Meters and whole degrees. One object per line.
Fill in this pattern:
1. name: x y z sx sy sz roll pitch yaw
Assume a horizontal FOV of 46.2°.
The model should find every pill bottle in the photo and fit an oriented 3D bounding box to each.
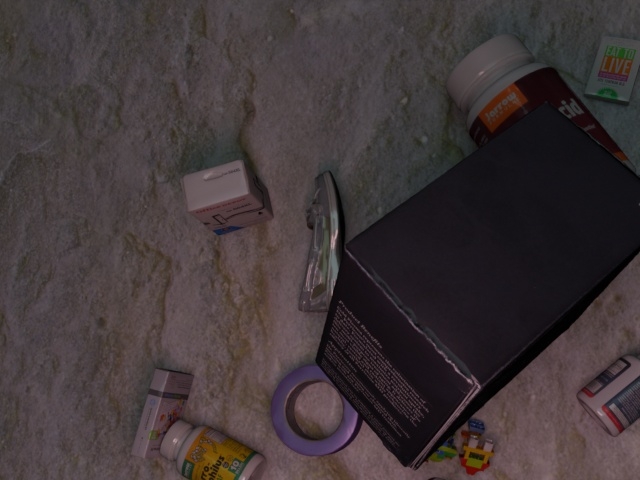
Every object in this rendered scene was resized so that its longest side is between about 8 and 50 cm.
1. pill bottle: 0.606 0.288 1.472 0.180 0.108 0.108 -39 72 1
2. pill bottle: 0.448 -0.227 1.573 0.224 0.224 0.392 -33 72 3
3. pill bottle: -0.232 0.468 1.605 0.208 0.117 0.117 24 82 17

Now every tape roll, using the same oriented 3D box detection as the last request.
1. tape roll: -0.006 0.362 1.602 0.189 0.080 0.189 -3 76 12

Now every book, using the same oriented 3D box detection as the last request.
1. book: 0.654 -0.378 1.669 0.096 0.035 0.144 16 82 20

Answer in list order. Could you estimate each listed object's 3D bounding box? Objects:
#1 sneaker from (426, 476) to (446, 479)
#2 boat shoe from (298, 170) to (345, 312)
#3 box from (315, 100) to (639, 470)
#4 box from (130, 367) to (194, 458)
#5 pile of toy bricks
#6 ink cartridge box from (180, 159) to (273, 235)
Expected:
1. sneaker: 0.190 0.590 1.421 0.180 0.124 0.321 -4 107 34
2. boat shoe: 0.000 0.002 1.673 0.103 0.118 0.320 -2 83 7
3. box: 0.274 0.095 1.327 0.480 0.472 0.297 -35 71 -24
4. box: -0.342 0.376 1.637 0.038 0.145 0.186 13 79 16
5. pile of toy bricks: 0.237 0.412 1.537 0.212 0.118 0.105 14 108 -1
6. ink cartridge box: -0.206 -0.093 1.693 0.148 0.203 0.086 -16 73 8
